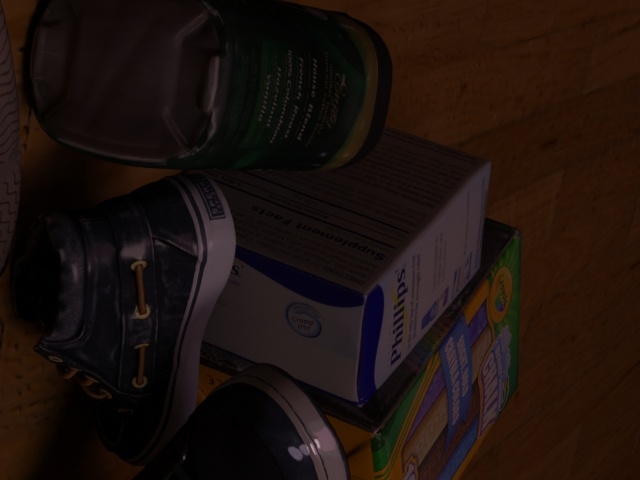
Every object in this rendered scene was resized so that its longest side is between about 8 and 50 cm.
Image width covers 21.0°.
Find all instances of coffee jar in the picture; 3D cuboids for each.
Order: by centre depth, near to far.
[{"bbox_3d":[-0.040,-0.071,0.766,0.184,0.096,0.079,-5,106,-64],"label":"coffee jar"}]

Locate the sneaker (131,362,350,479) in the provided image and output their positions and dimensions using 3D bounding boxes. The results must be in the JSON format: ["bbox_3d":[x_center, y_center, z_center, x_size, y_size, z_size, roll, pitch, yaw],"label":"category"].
[{"bbox_3d":[-0.084,0.151,0.759,0.163,0.086,0.226,-32,165,-37],"label":"sneaker"}]

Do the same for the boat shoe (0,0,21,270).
[{"bbox_3d":[-0.166,0.007,0.395,0.130,0.132,0.355,-32,163,-34],"label":"boat shoe"}]

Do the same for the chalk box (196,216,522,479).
[{"bbox_3d":[0.031,0.057,0.973,0.213,0.132,0.132,-49,148,-38],"label":"chalk box"}]

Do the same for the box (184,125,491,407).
[{"bbox_3d":[0.000,0.000,0.871,0.137,0.126,0.072,-44,146,-45],"label":"box"}]

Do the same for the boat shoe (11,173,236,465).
[{"bbox_3d":[-0.100,0.043,0.781,0.083,0.065,0.183,-12,141,-27],"label":"boat shoe"}]

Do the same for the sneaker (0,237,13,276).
[{"bbox_3d":[-0.149,0.017,0.619,0.067,0.078,0.188,-46,146,-44],"label":"sneaker"}]
